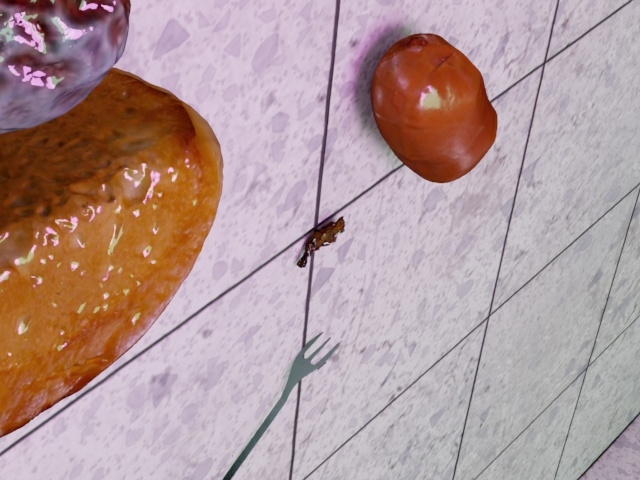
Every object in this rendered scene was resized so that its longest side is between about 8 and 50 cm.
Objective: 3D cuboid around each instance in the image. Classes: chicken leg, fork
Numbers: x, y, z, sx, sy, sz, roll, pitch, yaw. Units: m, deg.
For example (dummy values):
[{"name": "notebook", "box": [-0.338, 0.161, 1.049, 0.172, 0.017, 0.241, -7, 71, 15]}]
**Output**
[{"name": "chicken leg", "box": [0.001, -0.002, 1.681, 0.083, 0.021, 0.036, -43, 159, -26]}, {"name": "fork", "box": [-0.058, 0.217, 1.801, 0.235, 0.039, 0.021, -54, 149, -2]}]

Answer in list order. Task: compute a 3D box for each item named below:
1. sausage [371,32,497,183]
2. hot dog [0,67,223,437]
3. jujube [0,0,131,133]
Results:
[{"name": "sausage", "box": [0.129, -0.146, 1.635, 0.133, 0.133, 0.258, -56, 157, -5]}, {"name": "hot dog", "box": [-0.256, 0.033, 1.093, 0.405, 0.185, 0.223, -34, 144, -38]}, {"name": "jujube", "box": [-0.261, -0.163, 0.805, 0.317, 0.226, 0.226, -7, 128, -26]}]
